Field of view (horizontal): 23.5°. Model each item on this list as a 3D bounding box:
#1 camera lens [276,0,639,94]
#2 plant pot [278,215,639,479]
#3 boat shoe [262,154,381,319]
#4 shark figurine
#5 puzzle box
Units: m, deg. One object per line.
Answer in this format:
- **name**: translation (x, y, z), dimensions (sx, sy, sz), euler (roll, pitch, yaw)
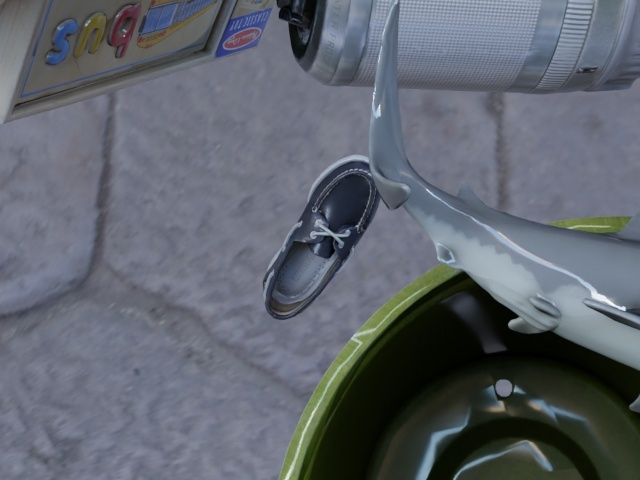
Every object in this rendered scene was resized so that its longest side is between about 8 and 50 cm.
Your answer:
- **camera lens**: translation (0.110, -0.224, 1.173), dimensions (0.274, 0.219, 0.219), euler (1, 78, -9)
- **plant pot**: translation (0.149, 0.186, 0.964), dimensions (0.366, 0.353, 0.366), euler (0, 84, -2)
- **boat shoe**: translation (0.000, 0.000, 0.975), dimensions (0.046, 0.125, 0.038), euler (31, 32, -12)
- **shark figurine**: translation (0.134, -0.004, 0.744), dimensions (0.278, 0.166, 0.116), euler (27, 73, -2)
- **puzzle box**: translation (-0.122, -0.256, 1.282), dimensions (0.052, 0.272, 0.409), euler (33, 28, 15)
